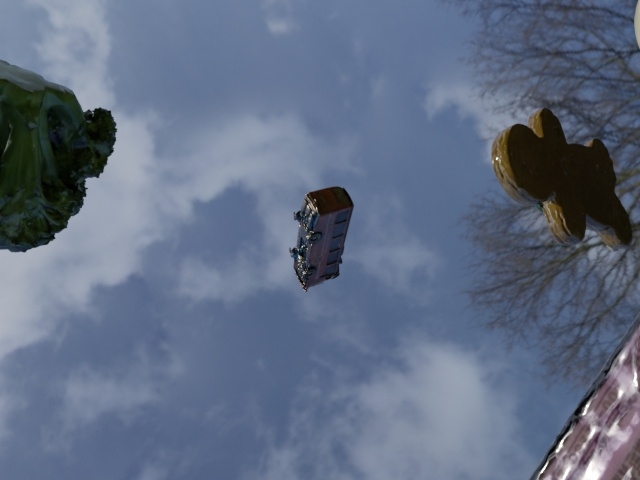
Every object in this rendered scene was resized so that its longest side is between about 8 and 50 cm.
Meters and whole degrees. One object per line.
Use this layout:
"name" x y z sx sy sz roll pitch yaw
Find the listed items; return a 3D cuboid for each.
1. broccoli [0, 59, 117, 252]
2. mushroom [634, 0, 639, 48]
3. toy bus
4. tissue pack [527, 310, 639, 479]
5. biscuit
"broccoli" -0.400 -0.114 0.849 0.265 0.245 0.294 46 -150 8
"mushroom" 0.382 -0.201 0.538 0.254 0.234 0.260 -1 -118 -32
"toy bus" 0.000 0.000 1.287 0.096 0.234 0.073 -16 -124 -18
"tissue pack" 0.248 0.213 0.468 0.259 0.361 0.122 24 -169 -26
"biscuit" 0.331 -0.084 0.963 0.302 0.049 0.196 8 -115 -41
